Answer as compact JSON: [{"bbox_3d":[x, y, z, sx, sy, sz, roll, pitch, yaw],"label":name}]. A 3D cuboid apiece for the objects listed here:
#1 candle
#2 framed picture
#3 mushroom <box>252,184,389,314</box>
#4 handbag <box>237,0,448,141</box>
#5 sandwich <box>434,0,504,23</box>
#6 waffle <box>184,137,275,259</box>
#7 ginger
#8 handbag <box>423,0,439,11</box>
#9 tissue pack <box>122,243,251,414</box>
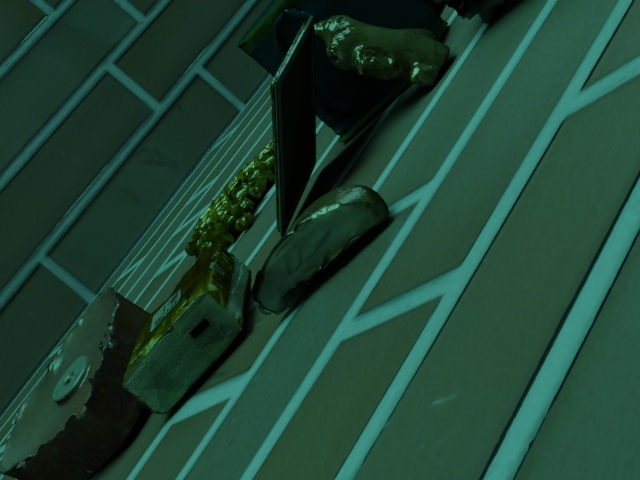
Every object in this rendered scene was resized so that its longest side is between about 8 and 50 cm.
[{"bbox_3d":[-0.330,0.236,1.828,0.317,0.131,0.287,-61,19,-9],"label":"candle"},{"bbox_3d":[-0.039,-0.171,1.861,0.217,0.017,0.274,-66,-20,-53],"label":"framed picture"},{"bbox_3d":[-0.002,-0.001,1.459,0.210,0.072,0.094,-43,4,32],"label":"mushroom"},{"bbox_3d":[0.039,-0.333,1.992,0.263,0.241,0.222,-39,15,37],"label":"handbag"},{"bbox_3d":[0.239,-0.450,1.710,0.325,0.131,0.262,-50,18,58],"label":"sandwich"},{"bbox_3d":[-0.152,-0.086,2.359,0.260,0.069,0.293,-33,18,53],"label":"waffle"},{"bbox_3d":[0.078,-0.276,1.793,0.137,0.213,0.074,-51,-22,-62],"label":"ginger"},{"bbox_3d":[0.134,-0.404,2.283,0.244,0.088,0.275,-37,15,36],"label":"handbag"},{"bbox_3d":[-0.176,0.118,1.694,0.183,0.092,0.226,-46,13,12],"label":"tissue pack"}]
